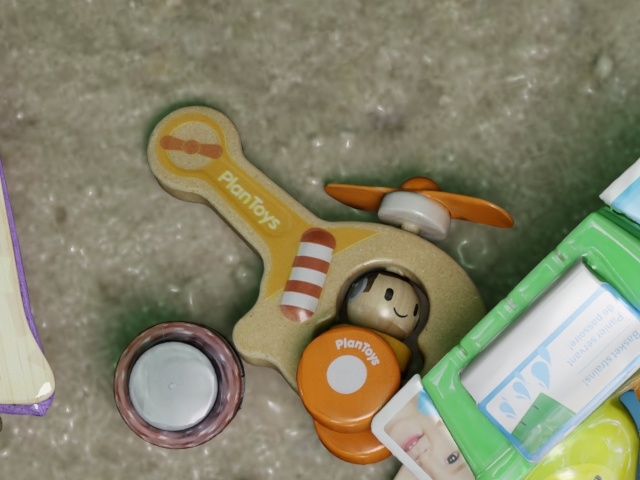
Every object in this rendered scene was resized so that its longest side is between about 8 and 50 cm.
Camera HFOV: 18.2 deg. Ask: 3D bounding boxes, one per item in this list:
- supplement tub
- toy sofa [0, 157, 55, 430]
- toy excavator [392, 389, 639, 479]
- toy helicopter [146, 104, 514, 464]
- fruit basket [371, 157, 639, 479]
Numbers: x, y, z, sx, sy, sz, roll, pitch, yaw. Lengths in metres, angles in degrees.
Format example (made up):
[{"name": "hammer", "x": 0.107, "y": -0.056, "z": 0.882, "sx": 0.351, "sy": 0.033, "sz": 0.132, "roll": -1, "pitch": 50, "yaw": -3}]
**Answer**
[{"name": "supplement tub", "x": -0.116, "y": 0.118, "z": 1.639, "sx": 0.106, "sy": 0.198, "sz": 0.106, "roll": 0, "pitch": 87, "yaw": 0}, {"name": "toy sofa", "x": -0.333, "y": -0.006, "z": 1.668, "sx": 0.177, "sy": 0.150, "sz": 0.363, "roll": -12, "pitch": 87, "yaw": -6}, {"name": "toy excavator", "x": 0.242, "y": 0.135, "z": 1.664, "sx": 0.445, "sy": 0.222, "sz": 0.433, "roll": 4, "pitch": 87, "yaw": 13}, {"name": "toy helicopter", "x": 0.000, "y": 0.000, "z": 1.675, "sx": 0.235, "sy": 0.140, "sz": 0.355, "roll": -44, "pitch": 71, "yaw": -9}, {"name": "fruit basket", "x": 0.261, "y": 0.157, "z": 1.474, "sx": 0.327, "sy": 0.165, "sz": 0.353, "roll": -45, "pitch": 76, "yaw": 14}]
